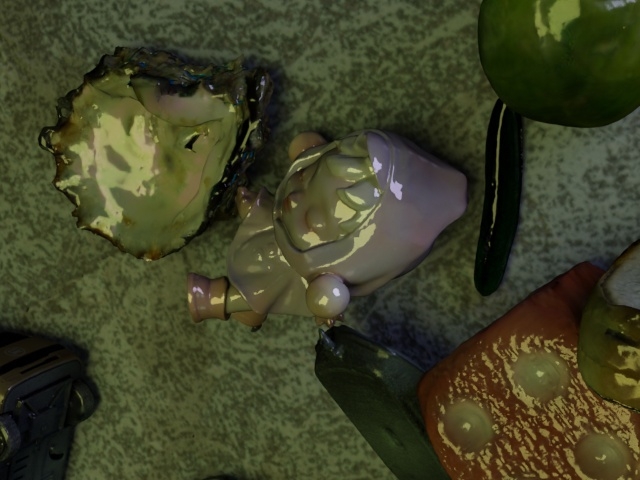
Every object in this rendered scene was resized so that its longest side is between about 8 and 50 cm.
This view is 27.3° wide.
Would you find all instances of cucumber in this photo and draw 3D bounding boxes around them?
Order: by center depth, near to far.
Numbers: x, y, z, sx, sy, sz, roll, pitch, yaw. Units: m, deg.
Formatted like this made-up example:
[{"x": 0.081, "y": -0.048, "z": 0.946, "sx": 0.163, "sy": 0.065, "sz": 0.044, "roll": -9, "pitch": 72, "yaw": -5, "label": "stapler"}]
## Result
[{"x": 0.155, "y": -0.037, "z": 1.137, "sx": 0.036, "sy": 0.033, "sz": 0.184, "roll": 4, "pitch": 107, "yaw": -1, "label": "cucumber"}]

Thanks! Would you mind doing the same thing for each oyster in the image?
[{"x": -0.152, "y": -0.094, "z": 1.243, "sx": 0.259, "sy": 0.092, "sz": 0.198, "roll": -33, "pitch": 88, "yaw": 39, "label": "oyster"}]

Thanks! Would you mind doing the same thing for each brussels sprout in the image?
[{"x": 0.204, "y": -0.173, "z": 1.013, "sx": 0.161, "sy": 0.144, "sz": 0.181, "roll": 9, "pitch": 109, "yaw": 7, "label": "brussels sprout"}]

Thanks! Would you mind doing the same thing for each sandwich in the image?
[{"x": 0.316, "y": 0.064, "z": 0.960, "sx": 0.226, "sy": 0.251, "sz": 0.087, "roll": 12, "pitch": 109, "yaw": 23, "label": "sandwich"}]

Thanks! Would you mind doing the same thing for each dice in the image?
[{"x": 0.195, "y": 0.133, "z": 1.080, "sx": 0.174, "sy": 0.175, "sz": 0.179, "roll": -42, "pitch": 84, "yaw": 29, "label": "dice"}]

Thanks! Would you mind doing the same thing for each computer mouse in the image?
[{"x": 0.074, "y": 0.145, "z": 1.179, "sx": 0.113, "sy": 0.068, "sz": 0.229, "roll": -4, "pitch": 128, "yaw": 51, "label": "computer mouse"}]

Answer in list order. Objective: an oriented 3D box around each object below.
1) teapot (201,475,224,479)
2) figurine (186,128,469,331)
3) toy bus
[{"x": -0.082, "y": 0.337, "z": 1.322, "sx": 0.107, "sy": 0.077, "sz": 0.200, "roll": -18, "pitch": 95, "yaw": 24, "label": "teapot"}, {"x": 0.001, "y": 0.000, "z": 1.165, "sx": 0.276, "sy": 0.133, "sz": 0.200, "roll": -33, "pitch": 44, "yaw": 30, "label": "figurine"}, {"x": -0.353, "y": 0.233, "z": 1.393, "sx": 0.157, "sy": 0.139, "sz": 0.290, "roll": 25, "pitch": 116, "yaw": 23, "label": "toy bus"}]
